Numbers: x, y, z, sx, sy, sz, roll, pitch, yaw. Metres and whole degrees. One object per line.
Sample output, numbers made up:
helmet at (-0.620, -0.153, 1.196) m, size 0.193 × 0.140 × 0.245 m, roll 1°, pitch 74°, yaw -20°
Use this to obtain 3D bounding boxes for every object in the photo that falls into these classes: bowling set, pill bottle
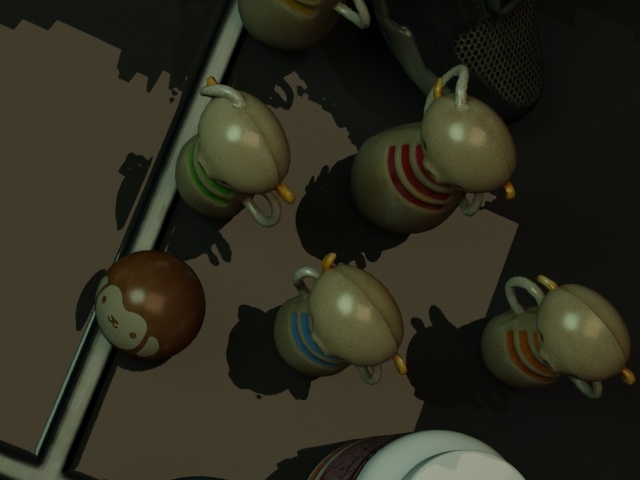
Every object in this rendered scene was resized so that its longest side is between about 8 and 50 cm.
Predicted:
bowling set at (0.000, 0.000, 0.860) m, size 0.200 × 0.154 × 0.287 m, roll -38°, pitch 92°, yaw -16°
pill bottle at (0.045, 0.131, 0.853) m, size 0.086 × 0.152 × 0.086 m, roll 2°, pitch 81°, yaw -13°

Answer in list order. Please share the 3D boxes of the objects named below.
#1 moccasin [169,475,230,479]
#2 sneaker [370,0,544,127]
moccasin at (-0.015, 0.267, 0.846) m, size 0.117 × 0.138 × 0.342 m, roll -13°, pitch 99°, yaw -19°
sneaker at (0.086, -0.155, 0.888) m, size 0.087 × 0.130 × 0.227 m, roll -38°, pitch 121°, yaw -40°
